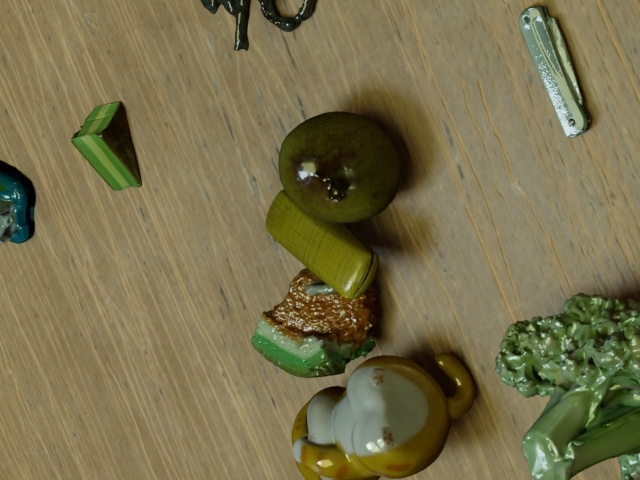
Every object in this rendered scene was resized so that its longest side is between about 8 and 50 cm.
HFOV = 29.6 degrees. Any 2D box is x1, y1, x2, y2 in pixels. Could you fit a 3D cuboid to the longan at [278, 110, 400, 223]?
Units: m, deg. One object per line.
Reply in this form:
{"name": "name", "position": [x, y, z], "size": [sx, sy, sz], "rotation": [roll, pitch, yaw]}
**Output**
{"name": "longan", "position": [0.023, -0.090, 1.548], "size": [0.155, 0.176, 0.145], "rotation": [-11, 106, 14]}

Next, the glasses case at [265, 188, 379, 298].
{"name": "glasses case", "position": [0.000, 0.000, 1.623], "size": [0.234, 0.064, 0.079], "rotation": [39, 104, 49]}

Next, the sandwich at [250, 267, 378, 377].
{"name": "sandwich", "position": [-0.015, 0.101, 1.678], "size": [0.185, 0.109, 0.160], "rotation": [9, 104, 45]}

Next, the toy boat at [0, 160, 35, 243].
{"name": "toy boat", "position": [-0.626, -0.084, 2.089], "size": [0.299, 0.092, 0.134], "rotation": [21, 120, 29]}

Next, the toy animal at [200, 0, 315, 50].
{"name": "toy animal", "position": [-0.075, -0.348, 1.590], "size": [0.233, 0.084, 0.148], "rotation": [-31, 84, 43]}

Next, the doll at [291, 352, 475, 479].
{"name": "doll", "position": [0.062, 0.256, 1.636], "size": [0.270, 0.162, 0.166], "rotation": [-27, 54, 44]}

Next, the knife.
{"name": "knife", "position": [0.277, -0.199, 1.415], "size": [0.044, 0.023, 0.162], "rotation": [-22, 91, 35]}

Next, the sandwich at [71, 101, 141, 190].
{"name": "sandwich", "position": [-0.318, -0.146, 1.889], "size": [0.074, 0.074, 0.116], "rotation": [-5, 134, 37]}

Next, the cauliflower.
{"name": "cauliflower", "position": [0.307, 0.187, 1.364], "size": [0.239, 0.315, 0.256], "rotation": [48, 149, 1]}
